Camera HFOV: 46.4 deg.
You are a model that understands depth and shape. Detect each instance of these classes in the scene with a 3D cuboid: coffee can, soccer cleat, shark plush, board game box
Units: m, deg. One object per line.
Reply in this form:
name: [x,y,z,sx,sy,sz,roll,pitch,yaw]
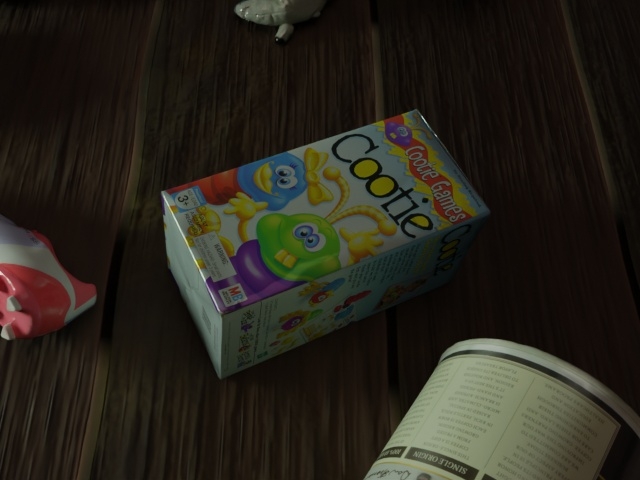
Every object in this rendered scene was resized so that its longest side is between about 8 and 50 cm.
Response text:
coffee can: [0.115,0.243,0.577,0.201,0.201,0.275,33,60,12]
soccer cleat: [-0.327,0.002,0.741,0.248,0.083,0.095,40,32,21]
shark plush: [-0.033,-0.326,0.991,0.161,0.073,0.067,-37,40,-21]
board game box: [0.000,0.000,0.742,0.275,0.144,0.142,-20,64,-20]
